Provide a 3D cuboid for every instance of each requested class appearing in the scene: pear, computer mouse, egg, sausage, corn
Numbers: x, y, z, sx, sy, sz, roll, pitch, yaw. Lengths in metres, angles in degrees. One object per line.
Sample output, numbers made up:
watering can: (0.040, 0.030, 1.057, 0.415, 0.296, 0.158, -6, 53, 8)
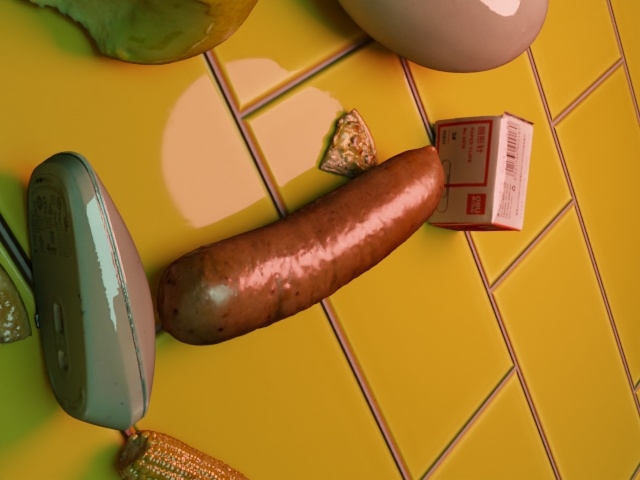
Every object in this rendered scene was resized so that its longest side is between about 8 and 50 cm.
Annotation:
pear: (-0.152, -0.307, 0.766, 0.286, 0.282, 0.176, 32, 62, -37)
computer mouse: (-0.226, 0.052, 0.781, 0.097, 0.160, 0.288, -7, 96, -36)
egg: (0.168, -0.364, 1.079, 0.371, 0.230, 0.229, 11, 83, -36)
sausage: (0.001, 0.003, 1.004, 0.501, 0.123, 0.136, -28, 122, -37)
corn: (-0.143, 0.299, 0.914, 0.238, 0.080, 0.080, 41, 65, -35)

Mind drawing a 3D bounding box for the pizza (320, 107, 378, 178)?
pizza: (0.044, -0.122, 1.108, 0.109, 0.026, 0.122, -35, 113, -33)

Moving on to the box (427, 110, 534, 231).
box: (0.255, -0.107, 1.225, 0.099, 0.133, 0.182, 10, 86, -42)

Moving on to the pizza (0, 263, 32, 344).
pizza: (-0.383, 0.033, 0.711, 0.246, 0.058, 0.127, 21, 76, -41)
